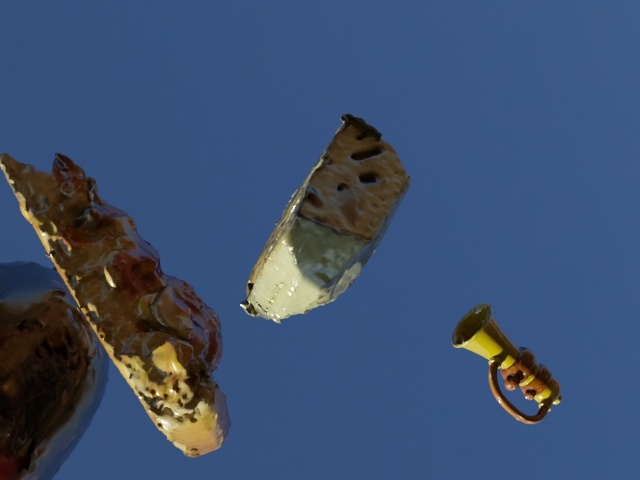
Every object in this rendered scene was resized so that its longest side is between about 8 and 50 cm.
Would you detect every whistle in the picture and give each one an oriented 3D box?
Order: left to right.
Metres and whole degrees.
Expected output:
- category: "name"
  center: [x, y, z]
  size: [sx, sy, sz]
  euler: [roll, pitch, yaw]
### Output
- category: "whistle"
  center: [0.161, 0.107, 1.481]
  size: [0.109, 0.046, 0.057]
  euler: [43, -162, -12]

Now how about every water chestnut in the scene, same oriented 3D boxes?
- category: "water chestnut"
  center: [-0.279, 0.097, 1.337]
  size: [0.224, 0.224, 0.238]
  euler: [-32, -63, -35]

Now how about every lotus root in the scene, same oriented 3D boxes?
- category: "lotus root"
  center: [0.004, 0.001, 1.251]
  size: [0.070, 0.144, 0.143]
  euler: [30, -136, -4]

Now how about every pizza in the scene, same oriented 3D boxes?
- category: "pizza"
  center: [-0.104, 0.025, 0.965]
  size: [0.062, 0.188, 0.199]
  euler: [-35, -87, -8]
